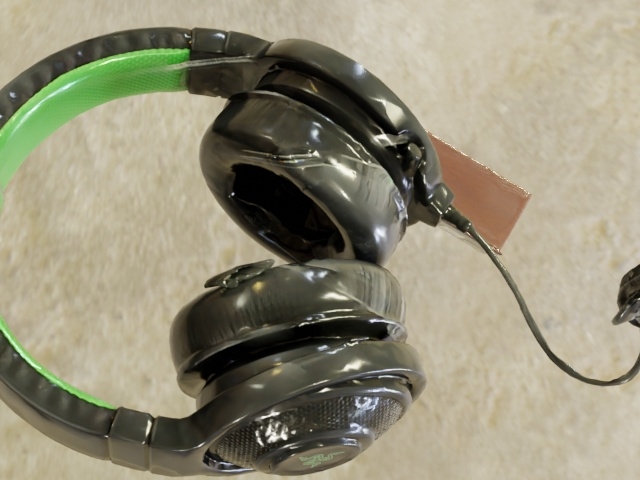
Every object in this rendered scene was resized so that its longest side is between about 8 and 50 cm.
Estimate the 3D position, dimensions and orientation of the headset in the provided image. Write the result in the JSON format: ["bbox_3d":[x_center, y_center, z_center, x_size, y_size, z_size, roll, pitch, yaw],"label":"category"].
[{"bbox_3d":[0.000,0.000,0.743,0.394,0.185,0.243,9,65,-3],"label":"headset"}]

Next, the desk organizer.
[{"bbox_3d":[0.082,-0.043,1.030,0.130,0.047,0.050,30,86,-9],"label":"desk organizer"}]
